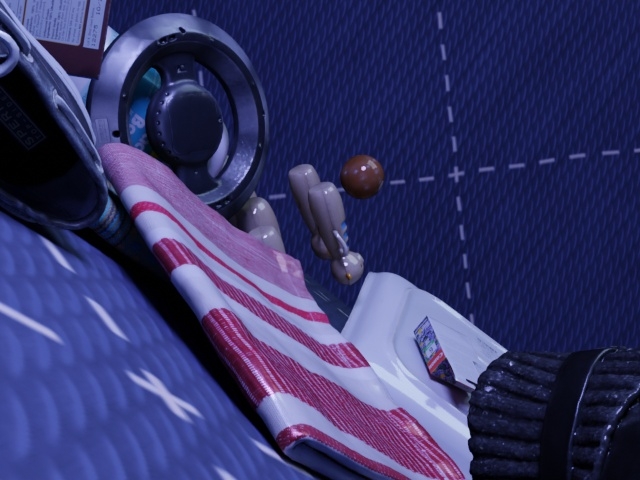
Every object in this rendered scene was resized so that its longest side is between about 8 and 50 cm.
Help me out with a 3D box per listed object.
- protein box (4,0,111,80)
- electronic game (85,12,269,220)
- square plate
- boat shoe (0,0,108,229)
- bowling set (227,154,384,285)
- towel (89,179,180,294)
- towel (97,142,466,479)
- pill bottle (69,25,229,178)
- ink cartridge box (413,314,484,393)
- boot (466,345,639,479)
[{"bbox_3d":[-0.284,-0.223,0.831,0.201,0.136,0.200,6,16,-25],"label":"protein box"},{"bbox_3d":[-0.143,-0.121,1.094,0.048,0.229,0.229,2,-28,46],"label":"electronic game"},{"bbox_3d":[0.179,0.177,1.206,0.347,0.049,0.344,37,20,-1],"label":"square plate"},{"bbox_3d":[-0.222,-0.104,0.582,0.105,0.113,0.306,54,-3,39],"label":"boat shoe"},{"bbox_3d":[0.000,0.000,1.248,0.287,0.199,0.154,-119,-170,-68],"label":"bowling set"},{"bbox_3d":[-0.181,-0.030,0.894,0.370,0.040,0.271,40,0,-26],"label":"towel"},{"bbox_3d":[-0.025,0.066,0.765,0.237,0.037,0.329,37,9,-45],"label":"towel"},{"bbox_3d":[-0.205,-0.120,1.170,0.264,0.146,0.146,38,0,-30],"label":"pill bottle"},{"bbox_3d":[0.144,0.134,1.124,0.062,0.029,0.115,28,22,-25],"label":"ink cartridge box"},{"bbox_3d":[0.217,0.212,0.775,0.260,0.348,0.131,-16,-58,38],"label":"boot"}]
